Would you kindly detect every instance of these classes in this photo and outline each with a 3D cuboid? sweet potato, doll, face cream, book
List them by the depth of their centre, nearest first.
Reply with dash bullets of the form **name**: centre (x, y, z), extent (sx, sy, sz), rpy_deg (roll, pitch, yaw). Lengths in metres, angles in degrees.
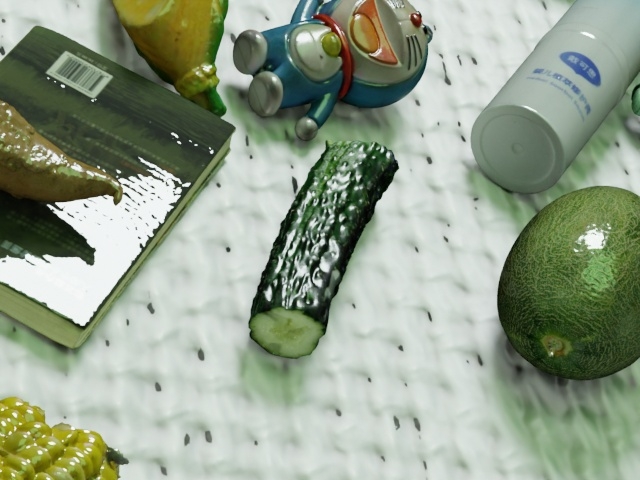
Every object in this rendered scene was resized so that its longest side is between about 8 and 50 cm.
- **sweet potato**: centre (-0.214, -0.067, 1.107), extent (0.205, 0.068, 0.060), rpy_deg (27, 67, -4)
- **book**: centre (-0.168, -0.042, 1.164), extent (0.160, 0.024, 0.228), rpy_deg (29, 43, 3)
- **doll**: centre (0.016, -0.133, 1.307), extent (0.151, 0.085, 0.114), rpy_deg (-14, 80, -25)
- **face cream**: centre (0.198, -0.130, 1.399), extent (0.077, 0.077, 0.250), rpy_deg (34, 43, 6)

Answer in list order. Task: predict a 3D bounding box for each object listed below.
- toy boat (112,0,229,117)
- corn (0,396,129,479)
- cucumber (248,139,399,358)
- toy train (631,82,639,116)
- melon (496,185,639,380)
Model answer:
- **toy boat**: centre (-0.097, -0.184, 1.305), extent (0.088, 0.089, 0.230), rpy_deg (45, 29, -42)
- **corn**: centre (-0.202, 0.186, 0.887), extent (0.101, 0.101, 0.292), rpy_deg (33, 47, 5)
- **cucumber**: centre (-0.001, 0.000, 1.191), extent (0.058, 0.058, 0.187), rpy_deg (27, 42, -2)
- **toy train**: centre (0.333, -0.100, 1.413), extent (0.175, 0.118, 0.074), rpy_deg (18, 46, -8)
- **melon**: centre (0.176, 0.029, 1.213), extent (0.114, 0.114, 0.167), rpy_deg (33, 42, 4)
